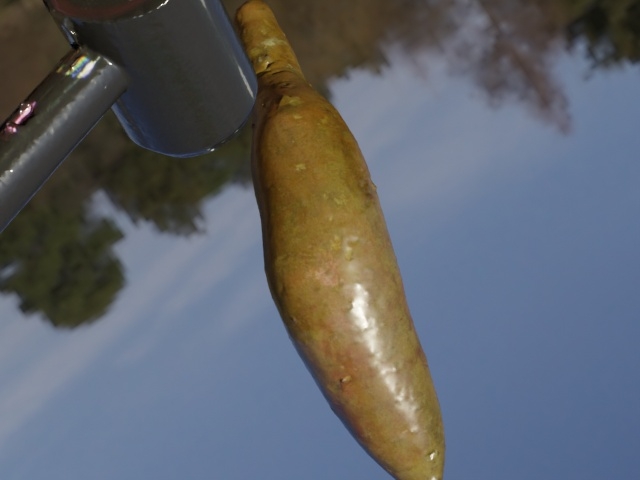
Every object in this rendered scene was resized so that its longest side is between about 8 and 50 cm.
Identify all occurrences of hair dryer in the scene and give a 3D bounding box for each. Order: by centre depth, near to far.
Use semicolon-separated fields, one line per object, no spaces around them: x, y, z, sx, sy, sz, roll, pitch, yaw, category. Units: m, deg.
-0.125;-0.027;0.851;0.071;0.114;0.248;26;-111;31;hair dryer

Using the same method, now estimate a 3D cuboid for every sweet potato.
-0.001;-0.005;1.152;0.079;0.346;0.108;-17;163;-4;sweet potato
